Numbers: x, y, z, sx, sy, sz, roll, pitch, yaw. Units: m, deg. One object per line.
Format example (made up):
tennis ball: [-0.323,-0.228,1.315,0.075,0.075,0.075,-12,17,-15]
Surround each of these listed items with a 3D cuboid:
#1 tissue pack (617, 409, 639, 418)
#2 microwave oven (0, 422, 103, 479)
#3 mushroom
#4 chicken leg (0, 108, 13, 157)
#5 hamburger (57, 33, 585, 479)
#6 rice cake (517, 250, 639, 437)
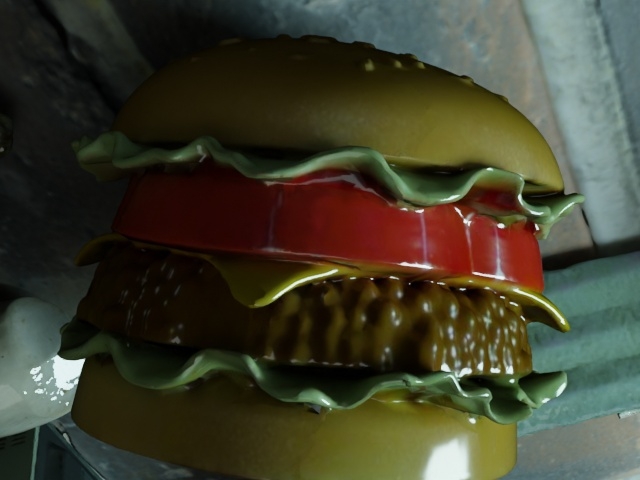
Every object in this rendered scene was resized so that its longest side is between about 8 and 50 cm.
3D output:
tissue pack: [0.273,0.094,0.742,0.094,0.074,0.059,-18,130,4]
microwave oven: [-0.251,0.252,0.766,0.163,0.129,0.205,-18,133,5]
mushroom: [-0.268,0.100,0.651,0.212,0.088,0.097,-8,124,7]
chicken leg: [-0.248,-0.013,0.565,0.198,0.085,0.069,-53,160,24]
hamburger: [0.000,0.000,0.497,0.274,0.274,0.212,6,91,-15]
rice cake: [0.166,0.085,0.694,0.237,0.127,0.043,-17,166,4]
